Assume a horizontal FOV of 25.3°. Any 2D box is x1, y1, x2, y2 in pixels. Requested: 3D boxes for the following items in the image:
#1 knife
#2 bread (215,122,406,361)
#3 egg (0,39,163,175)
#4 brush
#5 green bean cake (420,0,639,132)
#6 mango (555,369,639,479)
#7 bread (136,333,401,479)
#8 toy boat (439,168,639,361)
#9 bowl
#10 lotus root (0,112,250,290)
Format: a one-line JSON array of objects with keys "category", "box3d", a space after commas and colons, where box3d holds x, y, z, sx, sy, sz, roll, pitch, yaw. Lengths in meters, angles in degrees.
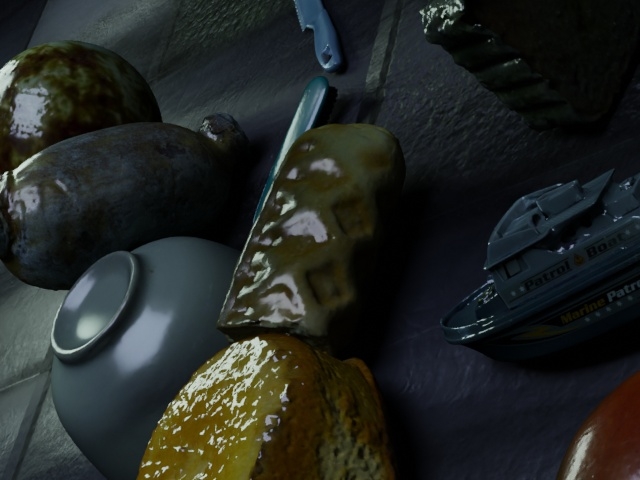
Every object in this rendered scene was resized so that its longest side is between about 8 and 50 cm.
[{"category": "knife", "box3d": [-0.008, -0.279, 1.783, 0.044, 0.019, 0.313, -44, 29, 19]}, {"category": "bread", "box3d": [0.000, 0.000, 1.366, 0.152, 0.130, 0.267, -21, 41, 48]}, {"category": "egg", "box3d": [-0.317, -0.114, 1.804, 0.238, 0.238, 0.289, -26, 54, 37]}, {"category": "brush", "box3d": [-0.027, -0.092, 1.600, 0.043, 0.032, 0.193, 14, 81, 52]}, {"category": "green bean cake", "box3d": [0.196, -0.208, 1.277, 0.094, 0.181, 0.173, -7, 52, 61]}, {"category": "mango", "box3d": [0.208, 0.205, 0.878, 0.146, 0.129, 0.289, -15, 55, 43]}, {"category": "bread", "box3d": [-0.050, 0.202, 1.205, 0.268, 0.146, 0.268, -38, 31, 28]}, {"category": "toy boat", "box3d": [0.202, 0.016, 1.085, 0.296, 0.122, 0.114, -29, 13, 38]}, {"category": "bowl", "box3d": [-0.187, 0.103, 1.490, 0.289, 0.146, 0.289, -34, 34, 27]}, {"category": "lotus root", "box3d": [-0.226, -0.044, 1.624, 0.349, 0.175, 0.175, -21, 18, -28]}]
